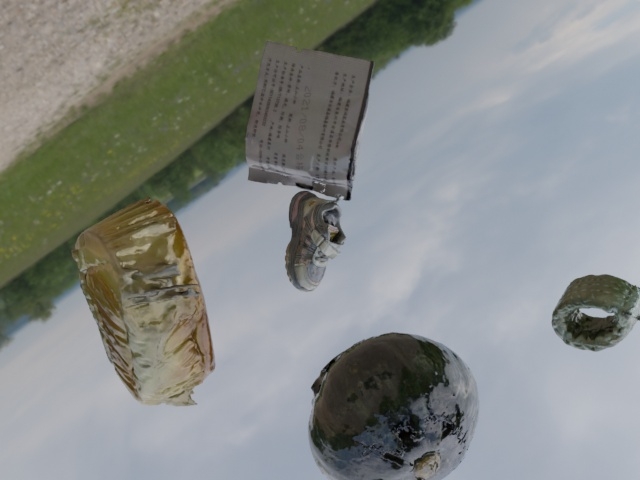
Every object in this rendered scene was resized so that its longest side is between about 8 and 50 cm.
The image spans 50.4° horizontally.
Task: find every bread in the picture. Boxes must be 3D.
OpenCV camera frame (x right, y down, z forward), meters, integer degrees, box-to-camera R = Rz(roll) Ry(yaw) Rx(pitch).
[{"bbox_3d":[-0.280,0.106,1.148,0.183,0.236,0.388,-28,145,-31],"label":"bread"}]

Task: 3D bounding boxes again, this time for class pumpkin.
[{"bbox_3d":[0.183,0.443,1.693,0.455,0.454,0.344,-34,-140,7],"label":"pumpkin"}]

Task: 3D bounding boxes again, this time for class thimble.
[{"bbox_3d":[0.348,0.089,0.851,0.110,0.084,0.062,-22,-162,49],"label":"thimble"}]

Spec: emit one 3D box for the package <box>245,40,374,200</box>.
[{"bbox_3d":[-0.024,-0.200,1.176,0.204,0.250,0.062,14,-157,12],"label":"package"}]

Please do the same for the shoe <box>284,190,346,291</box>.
[{"bbox_3d":[0.000,0.000,1.183,0.092,0.180,0.089,-3,170,36],"label":"shoe"}]
